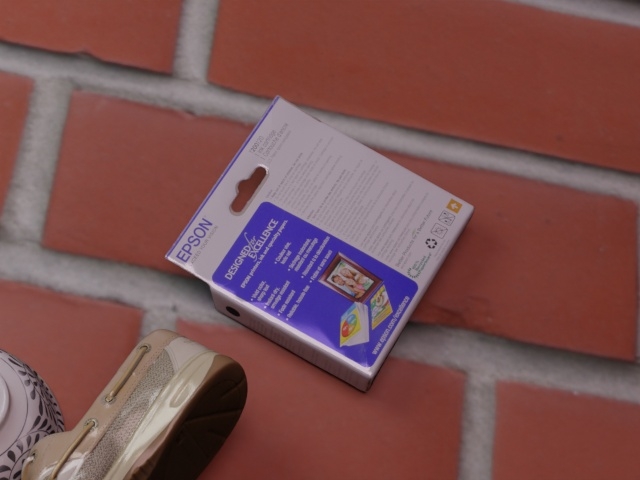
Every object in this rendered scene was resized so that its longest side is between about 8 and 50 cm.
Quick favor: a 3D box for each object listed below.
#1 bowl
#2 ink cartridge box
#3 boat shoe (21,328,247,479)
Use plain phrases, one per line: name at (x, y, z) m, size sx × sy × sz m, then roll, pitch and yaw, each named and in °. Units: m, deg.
bowl at (-0.285, 0.142, 1.452) m, size 0.170 × 0.080 × 0.170 m, roll 5°, pitch 61°, yaw -8°
ink cartridge box at (0.000, 0.000, 1.608) m, size 0.208 × 0.045 × 0.206 m, roll 30°, pitch 60°, yaw 5°
boat shoe at (-0.181, 0.197, 1.433) m, size 0.098 × 0.109 × 0.302 m, roll 26°, pitch 66°, yaw 28°
